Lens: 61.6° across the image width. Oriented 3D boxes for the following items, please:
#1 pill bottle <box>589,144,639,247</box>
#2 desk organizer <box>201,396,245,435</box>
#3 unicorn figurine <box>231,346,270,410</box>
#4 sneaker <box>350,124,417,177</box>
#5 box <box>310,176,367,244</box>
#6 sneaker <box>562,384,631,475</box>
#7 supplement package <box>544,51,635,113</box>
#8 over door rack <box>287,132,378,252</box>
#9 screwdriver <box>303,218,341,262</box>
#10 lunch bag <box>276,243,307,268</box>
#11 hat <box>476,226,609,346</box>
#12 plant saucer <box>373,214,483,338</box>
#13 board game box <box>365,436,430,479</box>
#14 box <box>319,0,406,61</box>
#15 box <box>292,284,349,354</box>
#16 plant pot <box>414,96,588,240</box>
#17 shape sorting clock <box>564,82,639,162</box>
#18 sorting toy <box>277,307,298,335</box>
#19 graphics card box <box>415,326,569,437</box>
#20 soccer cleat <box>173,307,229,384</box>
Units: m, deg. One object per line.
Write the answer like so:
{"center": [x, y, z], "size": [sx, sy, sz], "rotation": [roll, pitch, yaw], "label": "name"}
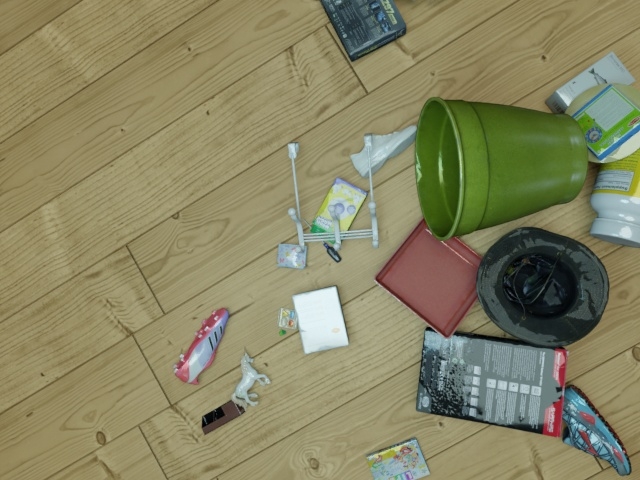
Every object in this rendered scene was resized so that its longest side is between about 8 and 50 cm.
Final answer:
{"center": [0.826, -0.157, 1.403], "size": [0.188, 0.188, 0.333], "rotation": [16, 90, 7], "label": "pill bottle"}
{"center": [-0.293, 0.517, 1.585], "size": [0.130, 0.047, 0.050], "rotation": [-30, 83, 5], "label": "desk organizer"}
{"center": [-0.206, 0.407, 1.566], "size": [0.111, 0.060, 0.161], "rotation": [34, 67, -16], "label": "unicorn figurine"}
{"center": [0.181, -0.279, 1.545], "size": [0.212, 0.080, 0.094], "rotation": [-36, 73, 6], "label": "sneaker"}
{"center": [0.051, -0.082, 1.563], "size": [0.105, 0.043, 0.179], "rotation": [28, 91, 7], "label": "box"}
{"center": [0.721, 0.524, 1.452], "size": [0.125, 0.104, 0.261], "rotation": [-39, 78, 19], "label": "sneaker"}
{"center": [0.731, -0.406, 1.464], "size": [0.179, 0.105, 0.105], "rotation": [-36, 84, 4], "label": "supplement package"}
{"center": [0.033, -0.131, 1.483], "size": [0.240, 0.108, 0.323], "rotation": [-4, 91, 8], "label": "over door rack"}
{"center": [0.000, 0.000, 1.580], "size": [0.170, 0.024, 0.025], "rotation": [45, 65, 8], "label": "screwdriver"}
{"center": [-0.081, 0.047, 1.573], "size": [0.083, 0.053, 0.071], "rotation": [3, 86, 17], "label": "lunch bag"}
{"center": [0.583, 0.128, 1.452], "size": [0.332, 0.134, 0.331], "rotation": [-1, 82, 8], "label": "hat"}
{"center": [0.315, 0.100, 1.491], "size": [0.258, 0.047, 0.259], "rotation": [39, 70, 7], "label": "plant saucer"}
{"center": [0.220, 0.637, 1.529], "size": [0.154, 0.026, 0.103], "rotation": [-23, 86, 5], "label": "board game box"}
{"center": [0.119, -0.669, 1.569], "size": [0.184, 0.059, 0.232], "rotation": [-27, 84, 5], "label": "box"}
{"center": [0.002, 0.224, 1.535], "size": [0.130, 0.091, 0.170], "rotation": [-12, 87, 3], "label": "box"}
{"center": [0.466, -0.195, 1.390], "size": [0.353, 0.366, 0.366], "rotation": [-5, 87, -5], "label": "plant pot"}
{"center": [0.725, -0.298, 1.365], "size": [0.206, 0.040, 0.206], "rotation": [-7, 77, 33], "label": "shape sorting clock"}
{"center": [-0.097, 0.244, 1.587], "size": [0.062, 0.012, 0.083], "rotation": [8, 89, 7], "label": "sorting toy"}
{"center": [0.455, 0.375, 1.454], "size": [0.371, 0.094, 0.232], "rotation": [5, 89, 14], "label": "graphics card box"}
{"center": [-0.337, 0.313, 1.591], "size": [0.095, 0.083, 0.248], "rotation": [36, 87, -23], "label": "soccer cleat"}
